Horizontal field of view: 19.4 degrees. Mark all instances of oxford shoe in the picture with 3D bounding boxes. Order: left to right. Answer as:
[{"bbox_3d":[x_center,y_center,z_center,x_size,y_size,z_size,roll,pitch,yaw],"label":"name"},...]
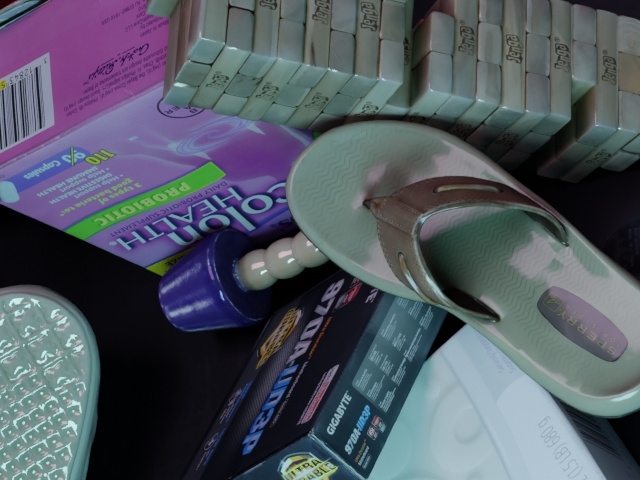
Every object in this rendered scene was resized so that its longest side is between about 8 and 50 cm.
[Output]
[{"bbox_3d":[-0.271,0.253,1.442,0.130,0.169,0.449,172,114,-83],"label":"oxford shoe"}]

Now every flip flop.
[{"bbox_3d":[0.094,0.009,1.142,0.277,0.080,0.112,37,90,25],"label":"flip flop"}]

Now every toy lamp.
[{"bbox_3d":[0.000,0.000,1.367,0.275,0.080,0.080,-24,56,27],"label":"toy lamp"}]

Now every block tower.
[{"bbox_3d":[0.056,-0.118,1.223,0.091,0.335,0.097,134,143,-60],"label":"block tower"}]

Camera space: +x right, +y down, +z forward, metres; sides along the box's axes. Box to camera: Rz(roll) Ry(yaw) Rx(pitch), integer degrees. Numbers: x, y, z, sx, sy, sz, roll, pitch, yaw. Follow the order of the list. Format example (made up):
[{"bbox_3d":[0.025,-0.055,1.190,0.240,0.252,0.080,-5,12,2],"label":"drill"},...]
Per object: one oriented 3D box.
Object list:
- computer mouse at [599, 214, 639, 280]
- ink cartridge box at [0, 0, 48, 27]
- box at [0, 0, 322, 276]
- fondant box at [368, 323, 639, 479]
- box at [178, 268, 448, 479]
[{"bbox_3d":[0.297,0.046,1.121,0.262,0.060,0.184,-17,58,21],"label":"computer mouse"},{"bbox_3d":[-0.292,-0.203,1.495,0.272,0.309,0.130,-21,93,21],"label":"ink cartridge box"},{"bbox_3d":[-0.108,-0.088,1.379,0.213,0.243,0.117,-23,60,28],"label":"box"},{"bbox_3d":[0.065,0.241,1.187,0.330,0.096,0.238,-45,48,15],"label":"fondant box"},{"bbox_3d":[-0.004,0.100,1.243,0.175,0.051,0.220,-34,18,43],"label":"box"}]
